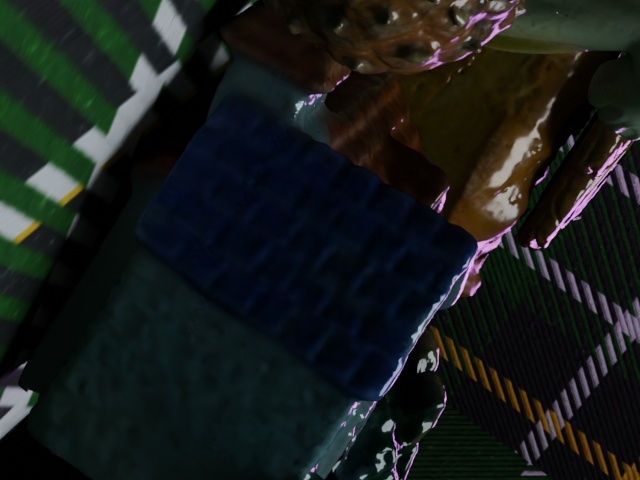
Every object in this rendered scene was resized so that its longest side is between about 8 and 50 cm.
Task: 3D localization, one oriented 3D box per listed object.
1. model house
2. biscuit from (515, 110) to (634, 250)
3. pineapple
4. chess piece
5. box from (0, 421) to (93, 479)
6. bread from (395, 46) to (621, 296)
[{"bbox_3d":[0.000,0.000,1.024,0.329,0.251,0.295,-65,169,26],"label":"model house"},{"bbox_3d":[0.238,-0.077,1.398,0.208,0.041,0.290,-55,175,-10],"label":"biscuit"},{"bbox_3d":[0.039,-0.205,0.734,0.158,0.157,0.279,-51,160,-27],"label":"pineapple"},{"bbox_3d":[0.156,-0.163,0.999,0.176,0.298,0.176,-55,172,-12],"label":"chess piece"},{"bbox_3d":[-0.243,0.286,1.104,0.225,0.143,0.341,-59,173,36],"label":"box"},{"bbox_3d":[0.140,-0.136,1.446,0.358,0.204,0.337,-59,170,6],"label":"bread"}]
